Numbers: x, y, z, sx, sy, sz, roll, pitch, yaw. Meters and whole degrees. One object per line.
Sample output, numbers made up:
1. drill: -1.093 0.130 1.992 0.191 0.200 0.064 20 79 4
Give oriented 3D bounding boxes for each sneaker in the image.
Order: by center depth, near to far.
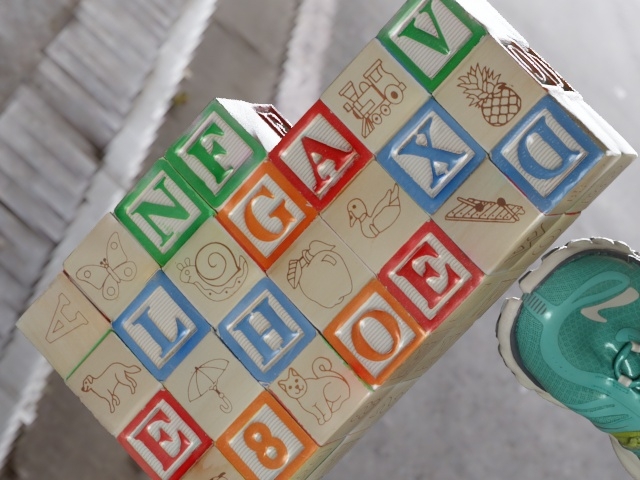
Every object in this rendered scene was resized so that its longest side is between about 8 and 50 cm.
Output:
1. sneaker: 0.209 0.092 1.125 0.275 0.107 0.110 39 1 -37

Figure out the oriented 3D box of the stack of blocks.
1. stack of blocks: 0.000 0.000 0.997 0.171 0.297 0.087 47 17 13
